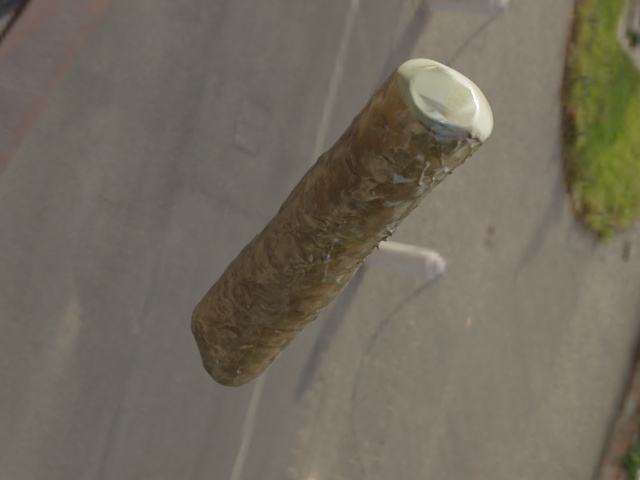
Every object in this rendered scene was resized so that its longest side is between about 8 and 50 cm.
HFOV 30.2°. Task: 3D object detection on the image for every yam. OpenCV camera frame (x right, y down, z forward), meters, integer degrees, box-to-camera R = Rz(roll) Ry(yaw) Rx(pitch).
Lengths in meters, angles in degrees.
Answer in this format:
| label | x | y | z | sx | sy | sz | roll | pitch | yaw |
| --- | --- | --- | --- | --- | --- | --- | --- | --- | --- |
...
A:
| label | x | y | z | sx | sy | sz | roll | pitch | yaw |
| --- | --- | --- | --- | --- | --- | --- | --- | --- | --- |
| yam | 0.000 | 0.000 | 0.669 | 0.066 | 0.300 | 0.066 | 14 | 57 | -22 |
